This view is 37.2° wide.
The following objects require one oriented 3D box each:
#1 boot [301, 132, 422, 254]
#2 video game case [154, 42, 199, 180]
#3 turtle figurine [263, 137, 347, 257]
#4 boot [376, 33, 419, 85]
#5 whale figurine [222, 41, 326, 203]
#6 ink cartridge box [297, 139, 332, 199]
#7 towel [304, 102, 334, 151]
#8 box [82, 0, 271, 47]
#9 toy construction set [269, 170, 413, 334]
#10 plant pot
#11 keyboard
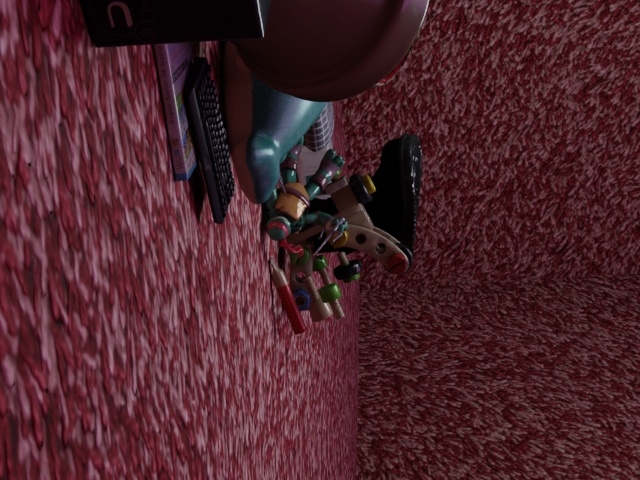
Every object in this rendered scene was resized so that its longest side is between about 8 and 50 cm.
[{"bbox_3d":[0.067,-0.080,1.907,0.348,0.260,0.131,89,8,-50],"label":"boot"},{"bbox_3d":[-0.149,-0.161,1.014,0.119,0.015,0.166,-83,167,-67],"label":"video game case"},{"bbox_3d":[-0.043,-0.073,1.584,0.175,0.118,0.234,39,42,-20],"label":"turtle figurine"},{"bbox_3d":[0.040,-0.441,1.449,0.284,0.138,0.377,54,-26,28],"label":"boot"},{"bbox_3d":[-0.059,-0.180,1.307,0.216,0.141,0.272,80,9,-49],"label":"whale figurine"},{"bbox_3d":[-0.008,-0.147,2.149,0.134,0.078,0.231,-87,172,-51],"label":"ink cartridge box"},{"bbox_3d":[-0.034,-0.342,1.783,0.235,0.121,0.283,80,8,-56],"label":"towel"},{"bbox_3d":[-0.121,-0.305,0.725,0.165,0.143,0.270,-84,170,-50],"label":"box"},{"bbox_3d":[0.000,0.000,1.722,0.309,0.258,0.237,-37,108,-56],"label":"toy construction set"},{"bbox_3d":[-0.041,-0.300,1.046,0.229,0.263,0.263,7,78,-56],"label":"plant pot"},{"bbox_3d":[-0.121,-0.118,1.081,0.108,0.023,0.180,-88,173,-51],"label":"keyboard"}]
